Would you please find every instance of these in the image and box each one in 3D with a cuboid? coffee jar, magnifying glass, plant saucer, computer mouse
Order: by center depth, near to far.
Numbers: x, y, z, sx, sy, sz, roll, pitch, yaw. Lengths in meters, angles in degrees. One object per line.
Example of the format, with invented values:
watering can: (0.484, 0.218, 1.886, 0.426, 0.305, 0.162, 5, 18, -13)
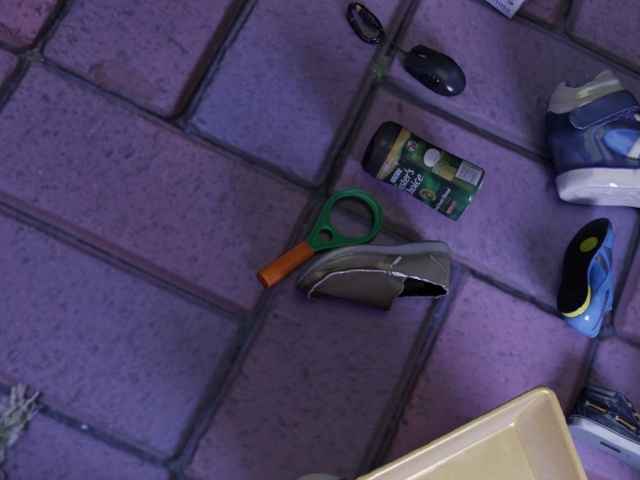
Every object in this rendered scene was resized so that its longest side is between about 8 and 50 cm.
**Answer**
plant saucer: (0.220, 0.407, 1.641, 0.333, 0.081, 0.332, -23, 94, -20)
magnifying glass: (0.000, 0.000, 1.846, 0.231, 0.026, 0.092, -35, 78, -26)
coffee jar: (0.158, -0.111, 1.889, 0.184, 0.096, 0.079, 28, 61, 1)
computer mouse: (0.143, -0.324, 2.012, 0.242, 0.041, 0.071, 36, 65, 5)

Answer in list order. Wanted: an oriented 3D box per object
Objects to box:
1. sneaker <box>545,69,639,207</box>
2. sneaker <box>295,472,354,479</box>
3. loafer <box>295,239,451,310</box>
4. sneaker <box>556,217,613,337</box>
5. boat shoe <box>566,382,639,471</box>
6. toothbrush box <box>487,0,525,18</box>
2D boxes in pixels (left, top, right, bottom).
sneaker: (0.530, -0.179, 1.985, 0.323, 0.130, 0.236, 2, 70, -6)
sneaker: (0.042, 0.352, 1.669, 0.161, 0.075, 0.057, 16, 64, -6)
loafer: (0.087, 0.057, 1.799, 0.251, 0.094, 0.087, -8, 64, -16)
sneaker: (0.429, 0.059, 1.903, 0.082, 0.069, 0.209, 44, 49, -28)
boat shoe: (0.463, 0.283, 1.801, 0.183, 0.065, 0.083, 27, 65, 1)
toothbrush box: (0.315, -0.541, 2.012, 0.206, 0.283, 0.122, 39, 65, 6)
